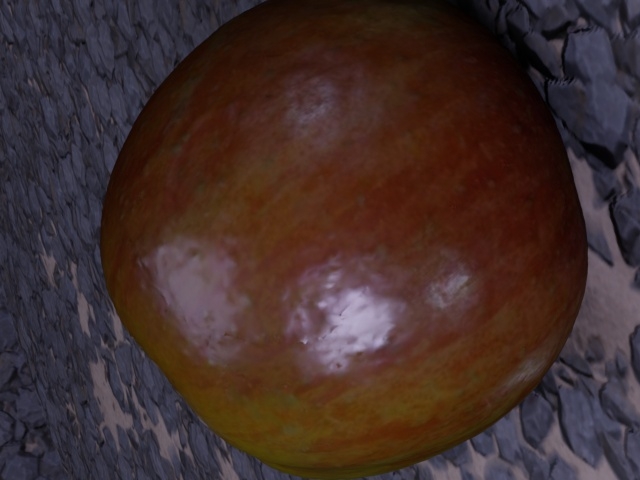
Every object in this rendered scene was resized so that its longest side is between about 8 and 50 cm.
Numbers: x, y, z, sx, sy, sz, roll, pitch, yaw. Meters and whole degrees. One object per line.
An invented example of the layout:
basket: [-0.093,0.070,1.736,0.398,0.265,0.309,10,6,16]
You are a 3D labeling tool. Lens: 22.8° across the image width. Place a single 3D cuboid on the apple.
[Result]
apple: [0.000,0.000,0.921,0.301,0.301,0.301,44,143,48]
